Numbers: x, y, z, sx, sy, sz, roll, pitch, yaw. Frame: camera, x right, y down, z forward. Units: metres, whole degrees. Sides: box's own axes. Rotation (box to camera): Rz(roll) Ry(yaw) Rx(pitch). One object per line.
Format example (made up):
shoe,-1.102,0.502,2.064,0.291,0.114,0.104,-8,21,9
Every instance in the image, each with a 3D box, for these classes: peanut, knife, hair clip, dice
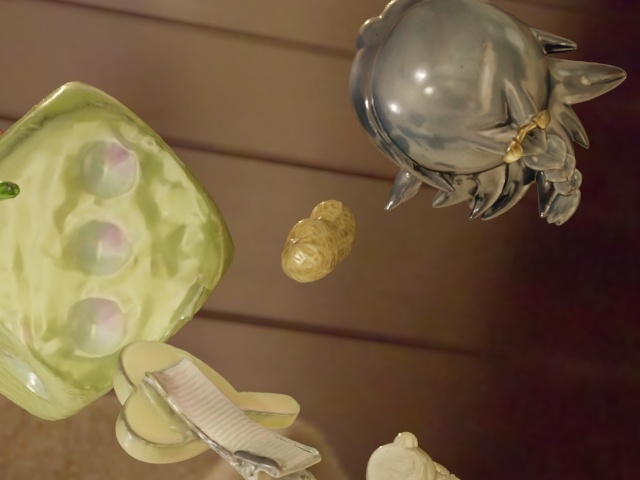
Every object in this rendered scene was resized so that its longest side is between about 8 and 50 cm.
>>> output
peanut,0.000,0.000,1.617,0.113,0.054,0.054,-50,-19,-56
knife,-0.309,-0.026,1.511,0.212,0.054,0.015,-12,76,46
hair clip,-0.086,0.152,1.554,0.218,0.159,0.071,34,125,29
dice,-0.256,0.011,1.787,0.252,0.250,0.254,-46,10,-20

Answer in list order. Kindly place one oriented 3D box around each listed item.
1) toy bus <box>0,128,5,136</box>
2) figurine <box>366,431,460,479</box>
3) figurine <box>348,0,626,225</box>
toy bus,-0.407,-0.004,2.096,0.203,0.427,0.233,-8,53,36
figurine,0.093,0.266,1.894,0.098,0.081,0.146,-54,-31,-9
figurine,0.142,-0.114,1.581,0.197,0.265,0.175,-6,70,52
